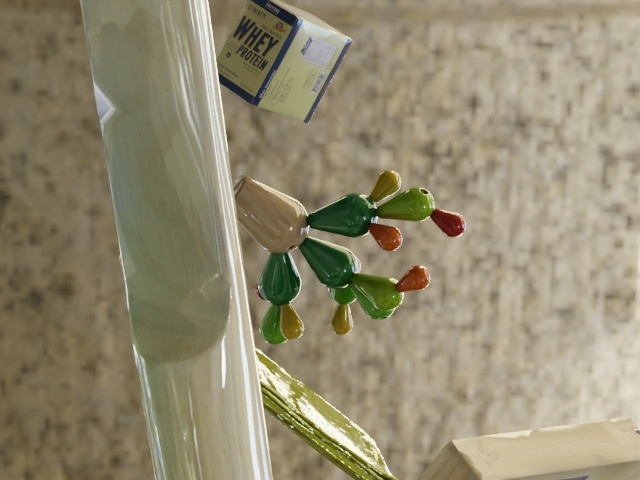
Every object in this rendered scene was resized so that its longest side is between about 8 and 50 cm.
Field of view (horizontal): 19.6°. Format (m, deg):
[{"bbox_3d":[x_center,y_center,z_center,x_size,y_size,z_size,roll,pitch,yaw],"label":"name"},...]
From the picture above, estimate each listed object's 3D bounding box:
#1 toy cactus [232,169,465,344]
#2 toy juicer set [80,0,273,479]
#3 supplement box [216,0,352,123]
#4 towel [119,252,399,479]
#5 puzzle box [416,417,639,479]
[{"bbox_3d":[0.000,0.000,1.577,0.180,0.219,0.112,36,-135,-21],"label":"toy cactus"},{"bbox_3d":[-0.127,0.081,0.424,0.329,0.209,0.089,-28,-160,3],"label":"toy juicer set"},{"bbox_3d":[-0.033,-0.153,1.547,0.056,0.083,0.083,35,-168,34],"label":"supplement box"},{"bbox_3d":[-0.039,0.087,1.246,0.237,0.021,0.102,40,-171,-22],"label":"towel"},{"bbox_3d":[0.110,0.322,1.731,0.272,0.409,0.052,1,-135,-47],"label":"puzzle box"}]
